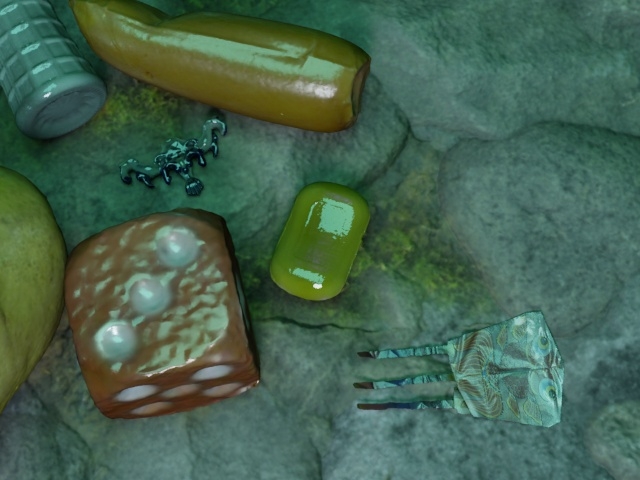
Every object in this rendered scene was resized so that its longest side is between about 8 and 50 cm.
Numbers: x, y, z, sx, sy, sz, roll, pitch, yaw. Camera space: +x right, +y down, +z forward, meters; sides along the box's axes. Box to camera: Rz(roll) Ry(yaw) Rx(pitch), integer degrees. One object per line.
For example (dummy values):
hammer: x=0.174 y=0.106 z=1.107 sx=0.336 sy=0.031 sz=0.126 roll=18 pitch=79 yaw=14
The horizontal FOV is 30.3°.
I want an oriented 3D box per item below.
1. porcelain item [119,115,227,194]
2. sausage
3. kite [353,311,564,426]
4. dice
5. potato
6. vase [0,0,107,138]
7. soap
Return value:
porcelain item: x=-0.159 y=-0.084 z=1.364 sx=0.136 sy=0.021 sz=0.075 roll=-29 pitch=76 yaw=-8
sausage: x=-0.123 y=-0.210 z=1.350 sx=0.354 sy=0.134 sz=0.116 roll=14 pitch=108 yaw=7
kite: x=0.149 y=0.141 z=1.277 sx=0.229 sy=0.016 sz=0.127 roll=-1 pitch=67 yaw=-2
dice: x=-0.164 y=0.079 z=1.226 sx=0.179 sy=0.175 sz=0.174 roll=-14 pitch=71 yaw=1
potato: x=-0.367 y=0.114 z=1.198 sx=0.296 sy=0.290 sz=0.397 roll=-25 pitch=90 yaw=-36
vase: x=-0.361 y=-0.268 z=1.381 sx=0.143 sy=0.143 sz=0.299 roll=-29 pitch=75 yaw=-8
soap: x=0.000 y=0.001 z=1.314 sx=0.089 sy=0.045 sz=0.140 roll=19 pitch=71 yaw=6
